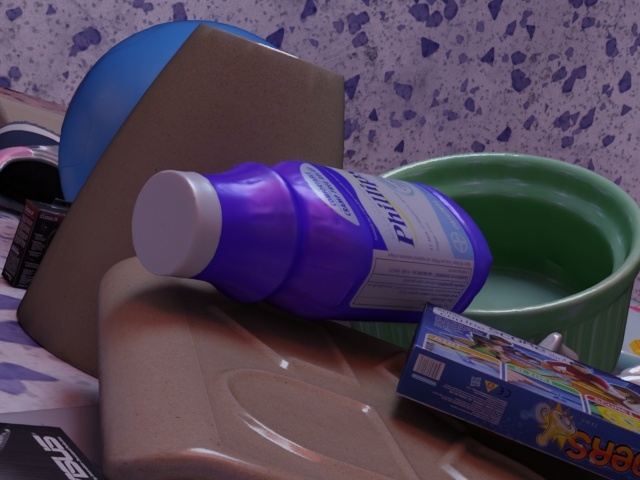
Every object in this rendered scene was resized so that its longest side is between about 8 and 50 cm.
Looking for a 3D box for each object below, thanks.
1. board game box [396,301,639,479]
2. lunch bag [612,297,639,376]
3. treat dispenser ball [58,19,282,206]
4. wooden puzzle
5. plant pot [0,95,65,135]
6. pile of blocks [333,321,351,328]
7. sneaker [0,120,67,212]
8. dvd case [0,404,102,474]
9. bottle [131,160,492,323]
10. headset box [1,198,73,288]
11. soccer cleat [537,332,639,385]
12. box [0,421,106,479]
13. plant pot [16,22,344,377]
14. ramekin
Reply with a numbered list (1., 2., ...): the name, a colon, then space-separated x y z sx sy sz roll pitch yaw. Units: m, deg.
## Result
1. board game box: 0.153 0.104 0.711 0.201 0.035 0.136 21 11 6
2. lunch bag: 0.331 0.140 1.263 0.223 0.160 0.262 24 2 20
3. treat dispenser ball: -0.129 -0.086 1.153 0.288 0.288 0.288 20 7 -3
4. wooden puzzle: 0.029 0.127 0.682 0.348 0.080 0.322 17 11 -16
5. plant pot: -0.380 -0.108 1.415 0.109 0.109 0.096 15 21 -37
6. pile of blocks: 0.077 0.054 1.387 0.149 0.112 0.362 21 7 11
7. sneaker: -0.252 -0.037 1.297 0.319 0.112 0.131 16 24 -10
8. dvd case: -0.065 0.145 0.661 0.180 0.022 0.253 24 8 29
9. bottle: 0.000 0.000 0.770 0.283 0.092 0.118 7 34 -45
10. headset box: -0.243 0.003 0.989 0.062 0.083 0.032 13 10 -41
11. soccer cleat: 0.264 0.167 0.813 0.331 0.143 0.116 26 -19 42
12. box: -0.141 0.133 0.399 0.183 0.056 0.231 15 8 -38
13. plant pot: -0.084 -0.029 0.911 0.256 0.274 0.256 21 7 -3
14. ramekin: 0.165 0.045 1.090 0.303 0.148 0.303 -4 31 2
